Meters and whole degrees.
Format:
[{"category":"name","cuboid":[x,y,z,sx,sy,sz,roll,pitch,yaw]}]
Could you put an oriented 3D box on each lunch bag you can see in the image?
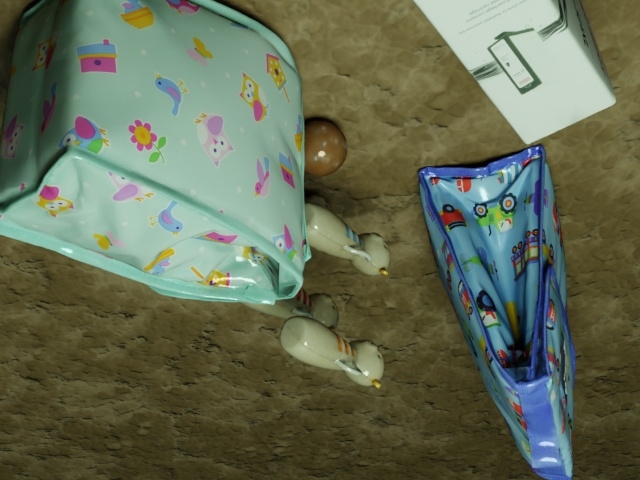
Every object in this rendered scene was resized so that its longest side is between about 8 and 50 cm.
[{"category":"lunch bag","cuboid":[0.195,0.093,1.188,0.138,0.293,0.221,-11,144,9]},{"category":"lunch bag","cuboid":[-0.119,-0.081,0.969,0.262,0.223,0.160,22,142,-35]}]

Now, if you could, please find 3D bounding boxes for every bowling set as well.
[{"category":"bowling set","cuboid":[0.000,0.000,1.146,0.154,0.287,0.200,29,99,-46]}]

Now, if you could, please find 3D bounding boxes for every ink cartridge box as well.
[{"category":"ink cartridge box","cuboid":[0.140,-0.194,0.908,0.086,0.148,0.203,-25,141,22]}]
